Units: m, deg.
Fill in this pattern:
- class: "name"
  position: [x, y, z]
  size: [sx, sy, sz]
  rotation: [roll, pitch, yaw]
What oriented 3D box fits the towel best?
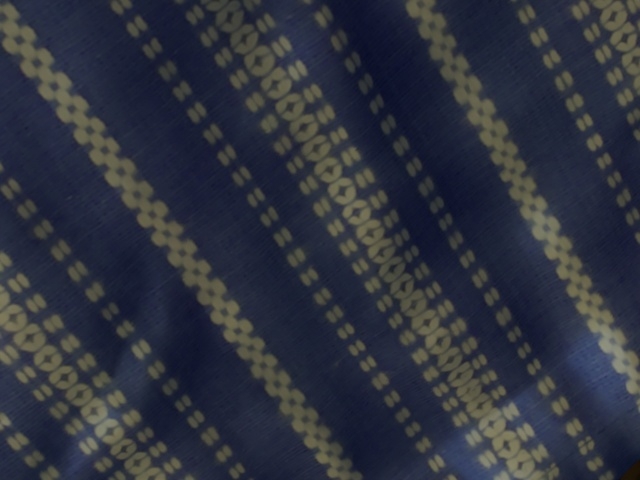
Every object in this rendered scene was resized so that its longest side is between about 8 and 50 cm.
- class: "towel"
  position: [0.000, 0.000, 0.413]
  size: [0.336, 0.040, 0.243]
  rotation: [-37, 127, -4]
